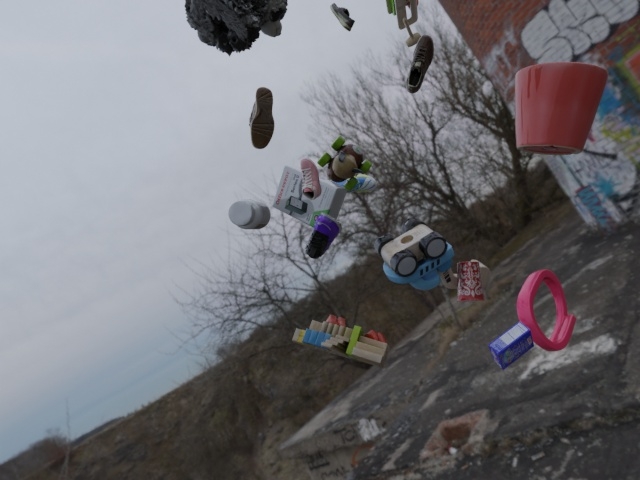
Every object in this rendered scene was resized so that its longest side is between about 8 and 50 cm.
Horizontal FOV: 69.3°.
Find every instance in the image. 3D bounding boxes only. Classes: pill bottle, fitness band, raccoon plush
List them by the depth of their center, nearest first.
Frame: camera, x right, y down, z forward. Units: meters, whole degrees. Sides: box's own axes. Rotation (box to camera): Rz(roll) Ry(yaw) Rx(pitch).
[{"bbox_3d":[-0.231,-0.736,1.250,0.299,0.216,0.446,-63,-28,-26],"label":"raccoon plush"},{"bbox_3d":[0.701,0.215,1.438,0.054,0.209,0.291,-32,6,47],"label":"fitness band"},{"bbox_3d":[-0.305,-0.112,1.981,0.131,0.131,0.229,-30,-4,9],"label":"pill bottle"}]

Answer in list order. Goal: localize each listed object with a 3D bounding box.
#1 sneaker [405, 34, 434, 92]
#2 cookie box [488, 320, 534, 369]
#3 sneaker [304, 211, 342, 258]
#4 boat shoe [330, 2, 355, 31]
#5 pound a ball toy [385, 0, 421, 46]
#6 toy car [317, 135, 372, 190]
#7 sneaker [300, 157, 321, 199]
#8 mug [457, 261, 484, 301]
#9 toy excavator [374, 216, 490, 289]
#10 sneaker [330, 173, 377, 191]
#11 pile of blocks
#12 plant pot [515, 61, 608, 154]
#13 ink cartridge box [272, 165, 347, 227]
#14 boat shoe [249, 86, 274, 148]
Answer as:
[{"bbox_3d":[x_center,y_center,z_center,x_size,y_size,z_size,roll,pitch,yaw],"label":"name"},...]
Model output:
[{"bbox_3d":[0.329,-0.579,1.516,0.071,0.066,0.188,-48,-28,-75],"label":"sneaker"},{"bbox_3d":[0.502,0.276,1.216,0.107,0.040,0.091,-36,-49,-3],"label":"cookie box"},{"bbox_3d":[0.001,0.001,1.860,0.146,0.102,0.293,-56,-8,-21],"label":"sneaker"},{"bbox_3d":[0.087,-0.853,1.751,0.049,0.152,0.056,-41,-27,26],"label":"boat shoe"},{"bbox_3d":[0.394,-1.062,2.078,0.136,0.208,0.319,-28,-21,6],"label":"pound a ball toy"},{"bbox_3d":[0.092,-0.263,1.558,0.149,0.155,0.188,-50,9,0],"label":"toy car"},{"bbox_3d":[-0.036,-0.190,1.458,0.051,0.134,0.070,-7,25,25],"label":"sneaker"},{"bbox_3d":[0.640,0.182,2.024,0.113,0.169,0.150,1,-9,-16],"label":"mug"},{"bbox_3d":[0.508,0.114,2.046,0.433,0.445,0.222,-30,31,-5],"label":"toy excavator"},{"bbox_3d":[0.138,-0.244,2.137,0.240,0.091,0.126,9,45,36],"label":"sneaker"},{"bbox_3d":[0.051,0.278,1.384,0.362,0.112,0.149,4,-24,40],"label":"pile of blocks"},{"bbox_3d":[0.751,-0.408,1.484,0.275,0.243,0.275,6,5,0],"label":"plant pot"},{"bbox_3d":[-0.054,-0.193,2.104,0.122,0.289,0.211,-11,-56,-61],"label":"ink cartridge box"},{"bbox_3d":[-0.317,-0.631,2.444,0.124,0.341,0.123,5,-13,-21],"label":"boat shoe"}]
